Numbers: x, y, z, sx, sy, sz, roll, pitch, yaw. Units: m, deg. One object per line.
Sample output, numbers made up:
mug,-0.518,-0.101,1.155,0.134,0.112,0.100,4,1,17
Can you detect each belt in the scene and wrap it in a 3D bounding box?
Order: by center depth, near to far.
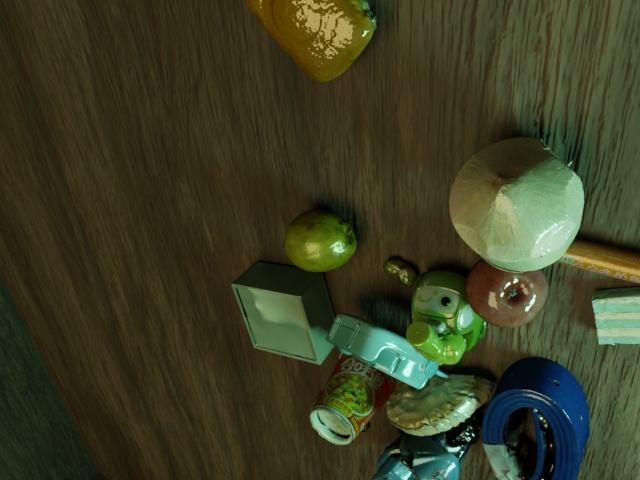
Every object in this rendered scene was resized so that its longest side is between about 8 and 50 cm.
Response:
belt,0.477,0.427,1.308,0.213,0.117,0.346,9,126,30

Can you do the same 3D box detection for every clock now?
clock,0.163,0.268,1.368,0.274,0.094,0.224,31,171,-18

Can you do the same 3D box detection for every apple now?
apple,0.359,0.094,1.128,0.154,0.120,0.153,1,98,8

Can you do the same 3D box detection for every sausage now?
sausage,0.451,0.019,1.067,0.348,0.053,0.053,17,130,27

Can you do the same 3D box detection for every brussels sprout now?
brussels sprout,0.179,0.070,1.318,0.083,0.046,0.051,34,129,13

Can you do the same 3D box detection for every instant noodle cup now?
instant noodle cup,0.081,0.410,1.527,0.193,0.212,0.193,20,131,25

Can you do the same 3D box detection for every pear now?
pear,0.000,0.000,1.329,0.162,0.149,0.148,-4,119,30

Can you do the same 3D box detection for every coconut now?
coconut,0.324,-0.059,0.964,0.224,0.224,0.234,20,167,24

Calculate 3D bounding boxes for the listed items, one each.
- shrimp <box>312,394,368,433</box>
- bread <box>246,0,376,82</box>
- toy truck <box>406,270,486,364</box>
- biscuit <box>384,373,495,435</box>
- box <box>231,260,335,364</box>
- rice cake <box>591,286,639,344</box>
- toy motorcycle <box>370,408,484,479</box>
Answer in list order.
shrimp,0.063,0.517,1.751,0.166,0.049,0.161,47,136,-13
bread,-0.014,-0.414,1.050,0.245,0.121,0.174,51,138,-3
toy truck,0.258,0.180,1.240,0.148,0.210,0.187,7,141,32
biscuit,0.262,0.389,1.396,0.281,0.179,0.084,-22,107,45
box,-0.087,0.188,1.559,0.225,0.117,0.224,7,125,33
rice cake,0.605,0.138,1.050,0.211,0.038,0.124,-1,120,37
toy motorcycle,0.251,0.551,1.489,0.172,0.232,0.416,42,138,-1
